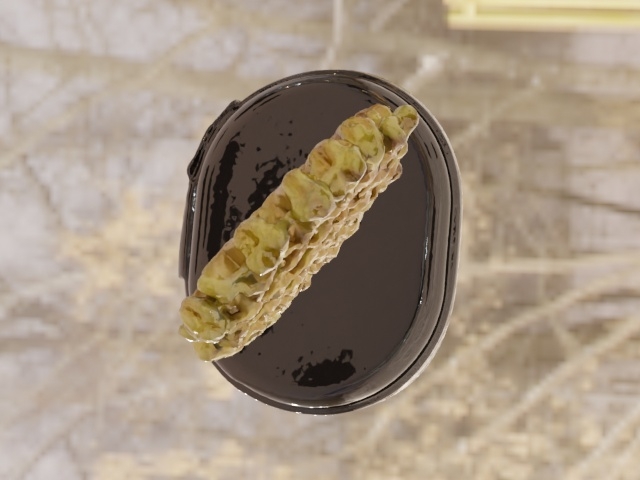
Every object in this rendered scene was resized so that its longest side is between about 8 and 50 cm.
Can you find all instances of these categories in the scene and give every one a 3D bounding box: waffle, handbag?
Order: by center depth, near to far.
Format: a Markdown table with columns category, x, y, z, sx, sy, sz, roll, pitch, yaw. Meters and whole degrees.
| category | x | y | z | sx | sy | sz | roll | pitch | yaw |
| --- | --- | --- | --- | --- | --- | --- | --- | --- | --- |
| waffle | -0.014 | -0.003 | 1.118 | 0.191 | 0.038 | 0.191 | -48 | -7 | -8 |
| handbag | 0.000 | 0.000 | 1.735 | 0.093 | 0.254 | 0.308 | 21 | -106 | -74 |
